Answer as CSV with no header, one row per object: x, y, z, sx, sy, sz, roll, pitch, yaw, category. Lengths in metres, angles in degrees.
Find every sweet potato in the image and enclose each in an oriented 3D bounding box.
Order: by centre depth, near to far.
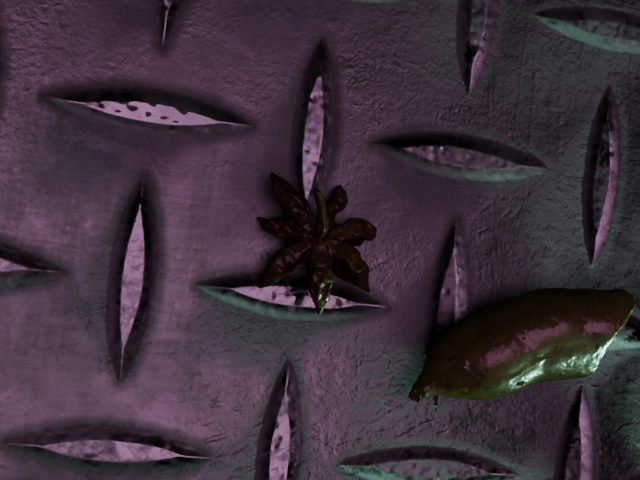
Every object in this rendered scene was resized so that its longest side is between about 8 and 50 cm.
0.304,0.160,1.563,0.370,0.158,0.158,-10,91,-11,sweet potato

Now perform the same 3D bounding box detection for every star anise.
-0.004,0.005,1.504,0.212,0.111,0.196,28,88,-20,star anise
